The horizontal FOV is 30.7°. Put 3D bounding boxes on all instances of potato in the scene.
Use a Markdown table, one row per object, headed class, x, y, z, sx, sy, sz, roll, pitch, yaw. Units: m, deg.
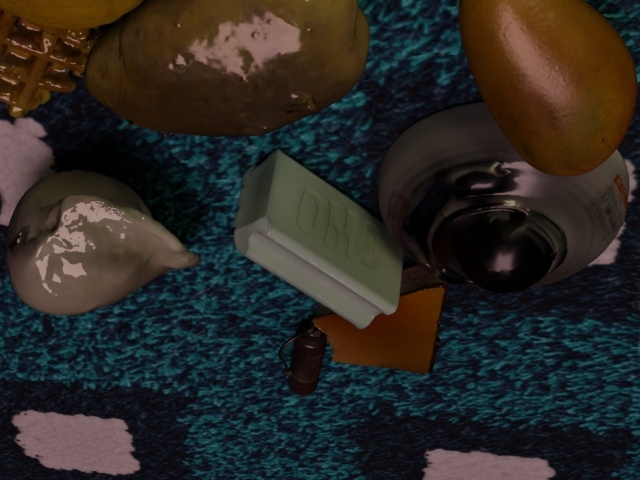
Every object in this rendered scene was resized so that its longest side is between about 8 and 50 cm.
| class | x | y | z | sx | sy | sz | roll | pitch | yaw |
| --- | --- | --- | --- | --- | --- | --- | --- | --- | --- |
| potato | -0.090 | -0.172 | 1.086 | 0.296 | 0.141 | 0.191 | -12 | 153 | 29 |

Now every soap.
| class | x | y | z | sx | sy | sz | roll | pitch | yaw |
| --- | --- | --- | --- | --- | --- | --- | --- | --- | --- |
| soap | 0.000 | 0.000 | 1.307 | 0.198 | 0.119 | 0.066 | 33 | 134 | -28 |

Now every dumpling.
| class | x | y | z | sx | sy | sz | roll | pitch | yaw |
| --- | --- | --- | --- | --- | --- | --- | --- | --- | --- |
| dumpling | -0.254 | 0.004 | 1.361 | 0.227 | 0.243 | 0.175 | 5 | 105 | -24 |

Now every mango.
| class | x | y | z | sx | sy | sz | roll | pitch | yaw |
| --- | --- | --- | --- | --- | --- | --- | --- | --- | --- |
| mango | 0.209 | -0.164 | 1.068 | 0.138 | 0.113 | 0.253 | -12 | 131 | 30 |

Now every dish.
| class | x | y | z | sx | sy | sz | roll | pitch | yaw |
| --- | --- | --- | --- | --- | --- | --- | --- | --- | --- |
| dish | 0.191 | -0.010 | 1.249 | 0.273 | 0.133 | 0.273 | 6 | 141 | 5 |

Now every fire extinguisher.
| class | x | y | z | sx | sy | sz | roll | pitch | yaw |
| --- | --- | --- | --- | --- | --- | --- | --- | --- | --- |
| fire extinguisher | -0.023 | 0.152 | 1.557 | 0.078 | 0.045 | 0.157 | -21 | 149 | -23 |

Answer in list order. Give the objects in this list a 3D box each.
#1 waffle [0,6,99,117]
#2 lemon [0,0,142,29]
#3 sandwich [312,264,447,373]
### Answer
| class | x | y | z | sx | sy | sz | roll | pitch | yaw |
| --- | --- | --- | --- | --- | --- | --- | --- | --- | --- |
| waffle | -0.360 | -0.232 | 1.132 | 0.282 | 0.058 | 0.301 | -21 | 134 | 33 |
| lemon | -0.223 | -0.267 | 0.971 | 0.170 | 0.170 | 0.207 | -17 | 143 | 29 |
| sandwich | 0.073 | 0.089 | 1.455 | 0.162 | 0.058 | 0.193 | 7 | 141 | 3 |
